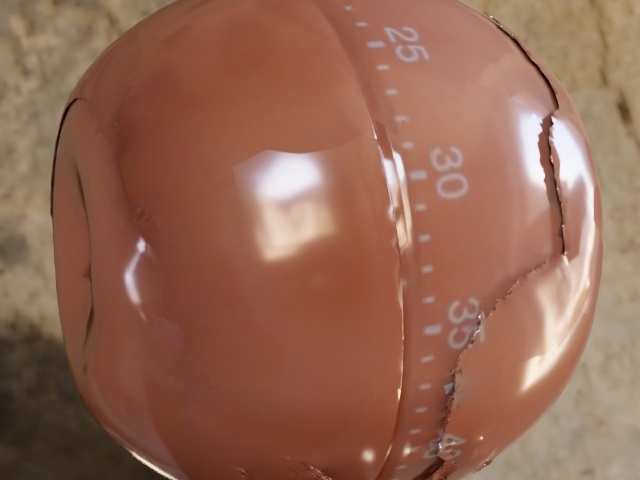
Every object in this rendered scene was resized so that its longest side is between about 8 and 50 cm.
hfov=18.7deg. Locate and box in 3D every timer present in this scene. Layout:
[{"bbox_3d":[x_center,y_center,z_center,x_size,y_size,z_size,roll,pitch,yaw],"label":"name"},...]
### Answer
[{"bbox_3d":[0.000,0.000,0.829,0.214,0.230,0.229,-3,-18,-17],"label":"timer"}]
